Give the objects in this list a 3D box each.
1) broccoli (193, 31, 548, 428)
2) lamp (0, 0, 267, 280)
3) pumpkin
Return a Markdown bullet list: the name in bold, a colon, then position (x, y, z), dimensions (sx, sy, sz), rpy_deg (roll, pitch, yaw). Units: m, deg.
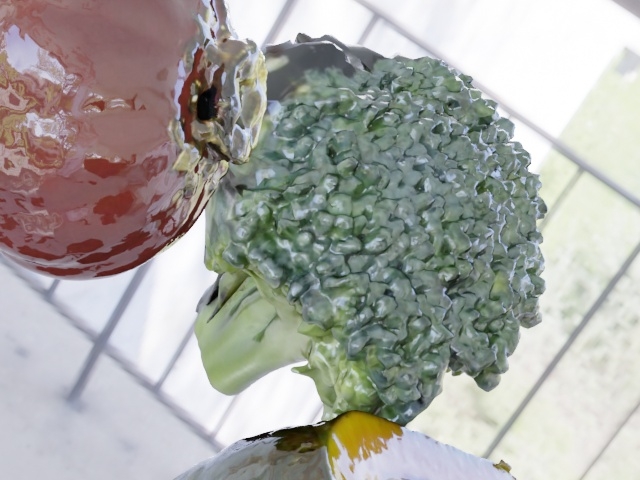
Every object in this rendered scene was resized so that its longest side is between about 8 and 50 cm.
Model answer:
- **broccoli**: position (0.000, 0.000, 0.842), dimensions (0.247, 0.243, 0.263), rpy_deg (31, 45, -17)
- **lamp**: position (-0.061, -0.039, 0.376), dimensions (0.090, 0.101, 0.101), rpy_deg (6, 19, 11)
- **pumpkin**: position (0.033, 0.200, 0.715), dimensions (0.280, 0.139, 0.190), rpy_deg (27, 32, -45)
